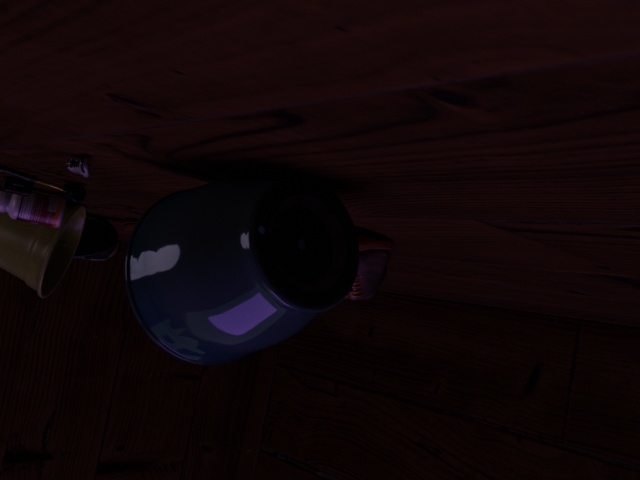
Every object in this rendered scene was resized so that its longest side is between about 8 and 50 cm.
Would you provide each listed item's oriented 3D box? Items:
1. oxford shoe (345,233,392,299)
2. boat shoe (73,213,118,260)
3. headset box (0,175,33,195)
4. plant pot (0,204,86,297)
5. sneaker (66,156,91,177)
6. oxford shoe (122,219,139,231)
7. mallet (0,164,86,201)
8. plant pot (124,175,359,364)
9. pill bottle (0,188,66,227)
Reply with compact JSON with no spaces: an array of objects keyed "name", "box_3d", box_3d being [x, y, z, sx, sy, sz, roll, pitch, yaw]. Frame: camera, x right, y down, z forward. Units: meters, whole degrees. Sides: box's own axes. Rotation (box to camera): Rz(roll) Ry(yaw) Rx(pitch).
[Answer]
[{"name":"oxford shoe","box_3d":[0.083,0.060,1.615,0.130,0.132,0.364,10,174,16]},{"name":"boat shoe","box_3d":[-0.854,-0.029,2.337,0.500,0.186,0.156,8,171,-28]},{"name":"headset box","box_3d":[-0.696,-0.123,1.760,0.062,0.032,0.083,13,173,-26]},{"name":"plant pot","box_3d":[-0.817,-0.017,2.091,0.254,0.276,0.276,22,173,-5]},{"name":"sneaker","box_3d":[-0.382,-0.117,1.211,0.037,0.031,0.083,12,174,-20]},{"name":"oxford shoe","box_3d":[-0.503,-0.019,2.265,0.212,0.076,0.076,10,177,26]},{"name":"mallet","box_3d":[-0.577,-0.122,1.569,0.190,0.039,0.062,20,173,-33]},{"name":"plant pot","box_3d":[-0.092,0.029,1.077,0.272,0.271,0.255,15,159,-38]},{"name":"pill bottle","box_3d":[-0.714,-0.087,1.895,0.152,0.086,0.086,13,174,-22]}]
